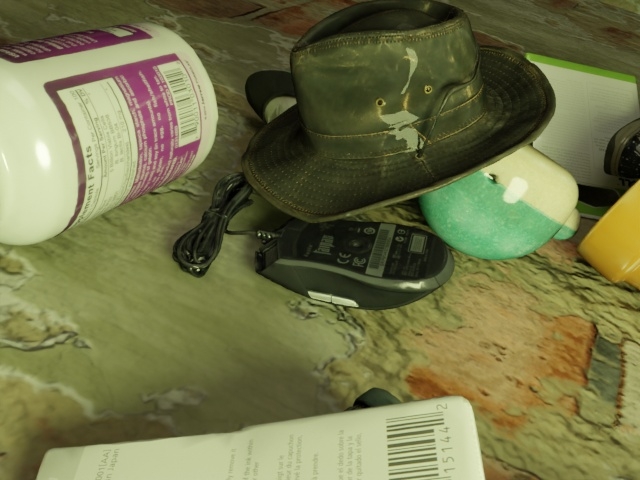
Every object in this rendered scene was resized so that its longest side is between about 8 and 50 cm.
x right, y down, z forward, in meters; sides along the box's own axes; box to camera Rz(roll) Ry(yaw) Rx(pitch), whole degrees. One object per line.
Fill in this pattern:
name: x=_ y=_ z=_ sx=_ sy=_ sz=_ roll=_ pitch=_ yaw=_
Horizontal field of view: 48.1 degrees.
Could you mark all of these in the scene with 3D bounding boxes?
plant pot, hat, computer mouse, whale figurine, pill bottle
plant pot: x=0.421 y=0.005 z=0.775 sx=0.205 sy=0.205 sz=0.188 roll=-22 pitch=63 yaw=-44
hat: x=0.061 y=-0.165 z=0.725 sx=0.331 sy=0.134 sz=0.331 roll=-13 pitch=38 yaw=10
computer mouse: x=0.000 y=0.000 z=0.718 sx=0.261 sy=0.060 sz=0.184 roll=5 pitch=35 yaw=6
whale figurine: x=0.198 y=-0.057 z=0.846 sx=0.216 sy=0.141 sz=0.272 roll=37 pitch=13 yaw=9
pill bottle: x=-0.245 y=-0.096 z=0.655 sx=0.169 sy=0.169 sz=0.301 roll=28 pitch=33 yaw=19

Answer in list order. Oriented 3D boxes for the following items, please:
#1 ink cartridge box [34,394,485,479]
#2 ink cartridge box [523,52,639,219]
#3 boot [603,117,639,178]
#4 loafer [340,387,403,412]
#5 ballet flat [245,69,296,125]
ink cartridge box: x=-0.041 y=0.219 z=0.323 sx=0.261 sy=0.066 sz=0.296 roll=-10 pitch=37 yaw=10
ink cartridge box: x=0.369 y=-0.130 z=1.055 sx=0.188 sy=0.097 sz=0.255 roll=9 pitch=66 yaw=-11
boot: x=0.516 y=-0.126 z=0.945 sx=0.236 sy=0.085 sz=0.178 roll=-31 pitch=39 yaw=-23
loafer: x=0.078 y=0.200 z=0.426 sx=0.084 sy=0.096 sz=0.267 roll=-25 pitch=40 yaw=-21
ballet flat: x=0.012 y=-0.138 z=0.906 sx=0.280 sy=0.095 sz=0.096 roll=23 pitch=45 yaw=13
